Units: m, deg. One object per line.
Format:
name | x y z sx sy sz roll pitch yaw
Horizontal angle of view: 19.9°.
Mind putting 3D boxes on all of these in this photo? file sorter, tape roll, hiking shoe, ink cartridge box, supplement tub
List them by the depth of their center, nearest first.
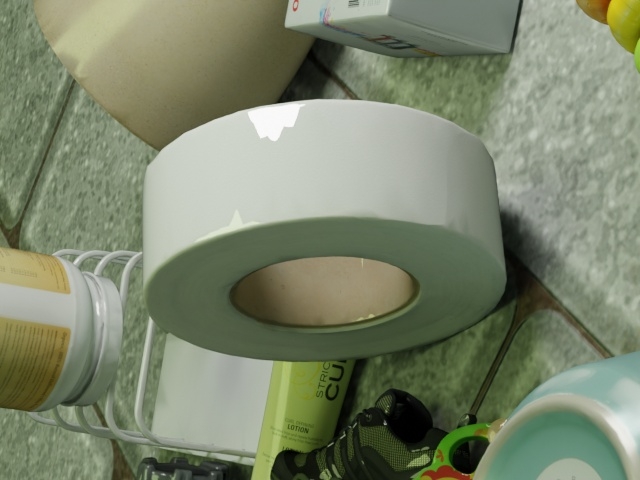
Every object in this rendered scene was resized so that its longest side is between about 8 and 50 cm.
tape roll | 0.000 0.000 1.425 0.286 0.286 0.100 -34 51 49
hiking shoe | 0.049 0.179 1.493 0.227 0.086 0.114 3 73 50
ink cartridge box | 0.072 -0.230 1.544 0.176 0.127 0.128 8 86 59
supplement tub | -0.292 0.076 1.626 0.144 0.199 0.144 -26 59 53
file sorter | -0.147 0.105 1.743 0.277 0.173 0.193 -2 78 58

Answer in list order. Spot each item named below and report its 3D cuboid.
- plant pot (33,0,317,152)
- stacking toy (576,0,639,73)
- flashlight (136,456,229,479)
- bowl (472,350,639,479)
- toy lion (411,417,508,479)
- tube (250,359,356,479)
plant pot | -0.087 -0.249 1.745 0.274 0.256 0.256 -43 41 19
stacking toy | 0.262 -0.142 1.206 0.166 0.175 0.302 -51 53 48
flashlight | -0.158 0.359 1.719 0.103 0.103 0.304 -20 -63 -85
bowl | 0.201 0.196 1.138 0.311 0.163 0.312 -28 56 53
toy lion | 0.107 0.189 1.373 0.096 0.034 0.100 -7 67 17
tube | -0.009 0.113 1.604 0.062 0.070 0.240 20 98 49
